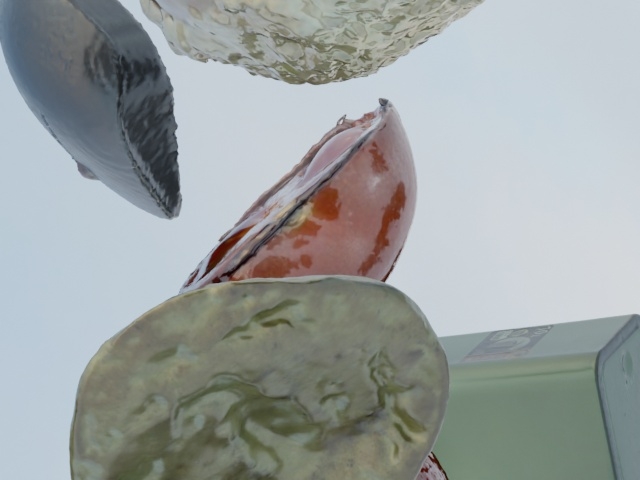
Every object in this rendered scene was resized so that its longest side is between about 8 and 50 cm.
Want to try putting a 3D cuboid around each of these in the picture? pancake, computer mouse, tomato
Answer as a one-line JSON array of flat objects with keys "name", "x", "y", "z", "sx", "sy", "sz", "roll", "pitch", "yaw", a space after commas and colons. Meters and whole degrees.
[{"name": "pancake", "x": -0.043, "y": 0.106, "z": 1.184, "sx": 0.242, "sy": 0.242, "sz": 0.050, "roll": 58, "pitch": 179, "yaw": -37}, {"name": "computer mouse", "x": -0.206, "y": -0.118, "z": 1.722, "sx": 0.087, "sy": 0.168, "sz": 0.295, "roll": -41, "pitch": -30, "yaw": -23}, {"name": "tomato", "x": 0.000, "y": 0.000, "z": 1.564, "sx": 0.112, "sy": 0.228, "sz": 0.199, "roll": 47, "pitch": -176, "yaw": -9}]

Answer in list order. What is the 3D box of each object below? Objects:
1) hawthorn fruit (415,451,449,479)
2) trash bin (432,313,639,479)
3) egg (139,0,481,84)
[{"name": "hawthorn fruit", "x": -0.024, "y": 0.246, "z": 1.461, "sx": 0.316, "sy": 0.316, "sz": 0.316, "roll": 38, "pitch": -134, "yaw": -54}, {"name": "trash bin", "x": 0.173, "y": 0.209, "z": 2.069, "sx": 0.158, "sy": 0.343, "sz": 0.223, "roll": -35, "pitch": -64, "yaw": -59}, {"name": "egg", "x": 0.007, "y": -0.218, "z": 1.013, "sx": 0.310, "sy": 0.279, "sz": 0.279, "roll": 126, "pitch": 148, "yaw": -60}]
